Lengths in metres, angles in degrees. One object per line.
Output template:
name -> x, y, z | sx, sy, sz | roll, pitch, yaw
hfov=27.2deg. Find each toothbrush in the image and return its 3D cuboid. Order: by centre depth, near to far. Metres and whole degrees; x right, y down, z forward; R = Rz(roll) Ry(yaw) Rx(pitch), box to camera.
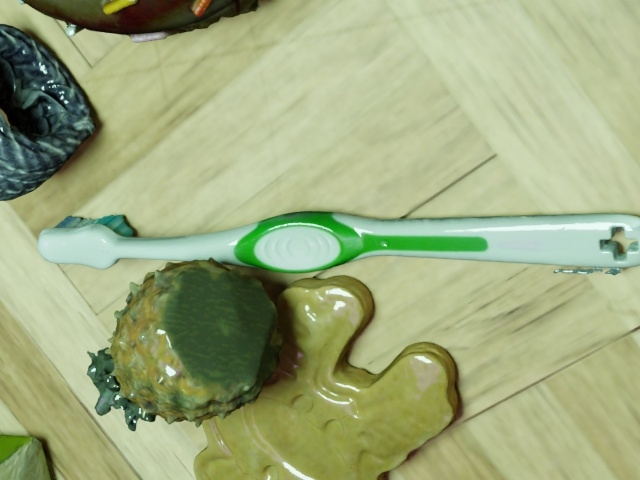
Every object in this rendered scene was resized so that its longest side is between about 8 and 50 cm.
toothbrush -> -0.002, 0.002, 0.833 | 0.418, 0.040, 0.042 | 1, 115, 26

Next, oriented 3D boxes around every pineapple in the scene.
pineapple -> -0.105, 0.076, 0.875 | 0.108, 0.108, 0.198 | 56, 147, -5

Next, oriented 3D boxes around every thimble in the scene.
thimble -> -0.208, -0.083, 0.866 | 0.066, 0.095, 0.104 | -31, 111, 36

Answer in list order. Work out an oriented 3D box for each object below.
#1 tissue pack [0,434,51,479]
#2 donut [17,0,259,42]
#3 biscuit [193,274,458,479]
tissue pack -> -0.349, 0.263, 1.050 | 0.275, 0.167, 0.200 | 0, 110, 28
donut -> -0.120, -0.237, 0.749 | 0.270, 0.103, 0.269 | 10, 114, 22
biscuit -> -0.012, 0.129, 0.903 | 0.144, 0.040, 0.236 | 43, 122, 10
